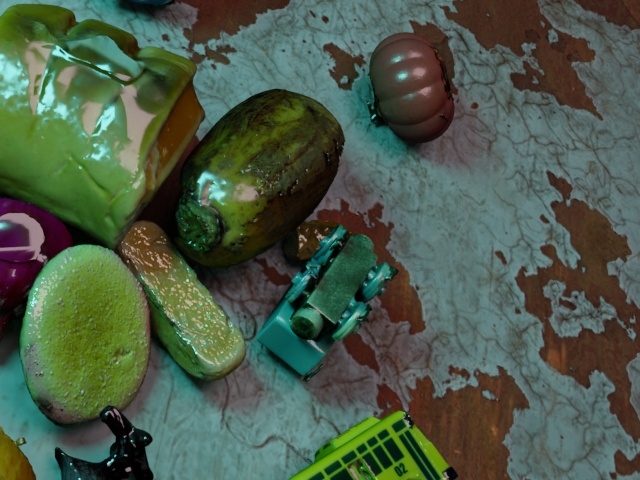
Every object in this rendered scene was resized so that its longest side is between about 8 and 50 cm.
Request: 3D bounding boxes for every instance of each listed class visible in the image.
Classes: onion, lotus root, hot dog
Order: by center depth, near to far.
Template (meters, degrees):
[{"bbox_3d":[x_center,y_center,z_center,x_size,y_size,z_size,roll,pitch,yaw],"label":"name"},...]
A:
[{"bbox_3d":[-0.383,0.037,1.724,0.173,0.135,0.198,13,57,-22],"label":"onion"},{"bbox_3d":[-0.195,0.085,1.865,0.084,0.073,0.242,-28,74,-43],"label":"hot dog"},{"bbox_3d":[-0.084,-0.094,1.969,0.179,0.196,0.397,37,36,5],"label":"lotus root"}]

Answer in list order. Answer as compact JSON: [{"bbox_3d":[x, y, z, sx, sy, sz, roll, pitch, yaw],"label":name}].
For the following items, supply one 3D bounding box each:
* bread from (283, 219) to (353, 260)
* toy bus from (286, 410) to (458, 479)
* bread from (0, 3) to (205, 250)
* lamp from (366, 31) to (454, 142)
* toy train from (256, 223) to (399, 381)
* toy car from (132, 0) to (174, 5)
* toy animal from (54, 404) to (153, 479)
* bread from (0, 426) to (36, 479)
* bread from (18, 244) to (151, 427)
[{"bbox_3d":[0.000,0.000,2.073,0.110,0.060,0.066,1,32,-34],"label":"bread"},{"bbox_3d":[0.039,0.330,1.830,0.262,0.128,0.150,-26,78,-42],"label":"toy bus"},{"bbox_3d":[-0.326,-0.187,1.839,0.341,0.210,0.300,29,40,3],"label":"bread"},{"bbox_3d":[0.138,-0.241,2.274,0.182,0.140,0.182,-17,90,-82],"label":"lamp"},{"bbox_3d":[0.005,0.081,1.948,0.112,0.163,0.203,41,44,-3],"label":"toy train"},{"bbox_3d":[-0.282,-0.471,2.105,0.190,0.188,0.255,-6,67,-31],"label":"toy car"},{"bbox_3d":[-0.278,0.305,1.651,0.117,0.121,0.210,22,54,3],"label":"toy animal"},{"bbox_3d":[-0.435,0.254,1.509,0.340,0.179,0.194,34,46,-12],"label":"bread"},{"bbox_3d":[-0.278,0.118,1.734,0.228,0.033,0.228,4,85,-57],"label":"bread"}]
